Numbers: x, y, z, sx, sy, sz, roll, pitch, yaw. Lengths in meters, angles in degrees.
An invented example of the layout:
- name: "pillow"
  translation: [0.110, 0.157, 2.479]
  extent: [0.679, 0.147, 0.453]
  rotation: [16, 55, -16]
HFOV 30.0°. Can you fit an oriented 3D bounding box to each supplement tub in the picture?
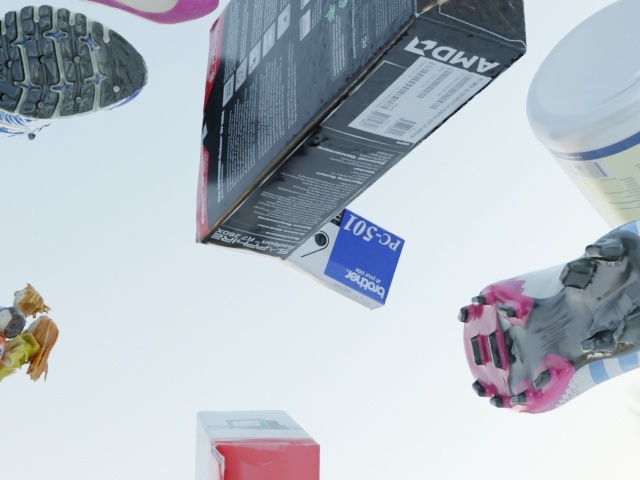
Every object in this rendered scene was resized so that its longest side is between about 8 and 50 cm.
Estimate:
- name: "supplement tub"
  translation: [0.421, -0.107, 1.414]
  extent: [0.325, 0.235, 0.235]
  rotation: [45, -102, -28]

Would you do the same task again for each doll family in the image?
- name: "doll family"
  translation: [-0.409, 0.125, 1.487]
  extent: [0.163, 0.263, 0.118]
  rotation: [-42, -58, -11]

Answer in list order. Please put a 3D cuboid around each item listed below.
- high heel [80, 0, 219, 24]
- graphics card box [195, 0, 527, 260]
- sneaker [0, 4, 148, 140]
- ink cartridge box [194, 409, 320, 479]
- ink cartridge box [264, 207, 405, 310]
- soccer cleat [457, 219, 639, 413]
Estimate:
- name: "high heel"
  translation: [-0.278, -0.388, 1.821]
  extent: [0.117, 0.244, 0.082]
  rotation: [109, 172, -86]
- name: "graphics card box"
  translation: [0.014, -0.159, 0.929]
  extent: [0.371, 0.094, 0.232]
  rotation: [-42, 40, 54]
- name: "sneaker"
  translation: [-0.337, -0.185, 1.355]
  extent: [0.147, 0.330, 0.129]
  rotation: [9, -98, -68]
- name: "ink cartridge box"
  translation: [-0.049, 0.203, 0.868]
  extent: [0.231, 0.078, 0.134]
  rotation: [178, 94, -81]
- name: "ink cartridge box"
  translation: [0.000, 0.000, 1.491]
  extent: [0.046, 0.207, 0.097]
  rotation: [-26, 41, 59]
- name: "soccer cleat"
  translation: [0.223, 0.064, 0.931]
  extent: [0.143, 0.116, 0.331]
  rotation: [-9, -12, -18]
